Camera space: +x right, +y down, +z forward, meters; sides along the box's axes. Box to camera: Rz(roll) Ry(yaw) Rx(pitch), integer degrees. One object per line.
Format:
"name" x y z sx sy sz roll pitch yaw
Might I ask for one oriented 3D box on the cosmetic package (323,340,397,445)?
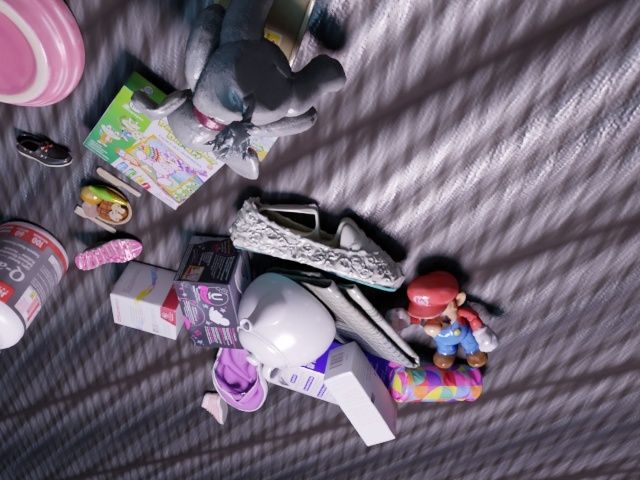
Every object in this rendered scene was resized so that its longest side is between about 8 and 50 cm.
"cosmetic package" 0.101 0.373 1.676 0.086 0.117 0.231 -24 115 22

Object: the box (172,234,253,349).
"box" -0.248 0.129 1.695 0.142 0.163 0.247 4 135 9

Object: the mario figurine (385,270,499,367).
"mario figurine" 0.279 0.210 1.594 0.198 0.170 0.320 -34 131 0

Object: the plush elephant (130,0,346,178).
"plush elephant" -0.159 -0.249 1.189 0.256 0.329 0.272 -7 141 48

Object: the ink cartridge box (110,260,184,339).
"ink cartridge box" -0.439 0.154 1.805 0.176 0.127 0.128 15 136 3

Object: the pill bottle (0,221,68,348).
"pill bottle" -0.814 0.141 1.744 0.211 0.362 0.210 9 135 9

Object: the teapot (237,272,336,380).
"teapot" -0.102 0.213 1.596 0.256 0.187 0.253 47 157 -20

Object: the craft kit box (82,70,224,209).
"craft kit box" -0.346 -0.201 1.461 0.250 0.060 0.247 36 138 -18

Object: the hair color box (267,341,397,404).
"hair color box" 0.037 0.355 1.846 0.339 0.110 0.185 18 149 -2

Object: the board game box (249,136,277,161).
"board game box" -0.161 -0.238 1.402 0.154 0.026 0.103 30 134 -12

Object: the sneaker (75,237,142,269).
"sneaker" -0.536 0.024 1.763 0.171 0.074 0.063 -16 111 3

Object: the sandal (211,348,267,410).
"sandal" -0.245 0.396 1.999 0.170 0.102 0.416 12 136 7

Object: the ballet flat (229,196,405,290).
"ballet flat" 0.000 0.000 1.521 0.409 0.146 0.146 15 136 2

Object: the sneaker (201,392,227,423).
"sneaker" -0.339 0.531 2.201 0.070 0.051 0.134 8 132 13

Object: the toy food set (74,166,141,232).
"toy food set" -0.521 -0.082 1.663 0.132 0.038 0.192 32 134 -14

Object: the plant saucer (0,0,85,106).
"plant saucer" -0.636 -0.398 1.359 0.333 0.084 0.332 9 136 9

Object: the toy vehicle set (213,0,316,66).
"toy vehicle set" -0.121 -0.368 1.256 0.166 0.035 0.266 23 136 -5

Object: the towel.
"towel" 0.048 0.170 1.636 0.324 0.056 0.312 44 162 -26

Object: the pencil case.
"pencil case" 0.290 0.356 1.745 0.237 0.104 0.104 7 140 -21

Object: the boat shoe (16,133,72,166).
"boat shoe" -0.630 -0.205 1.570 0.133 0.048 0.042 19 144 5
